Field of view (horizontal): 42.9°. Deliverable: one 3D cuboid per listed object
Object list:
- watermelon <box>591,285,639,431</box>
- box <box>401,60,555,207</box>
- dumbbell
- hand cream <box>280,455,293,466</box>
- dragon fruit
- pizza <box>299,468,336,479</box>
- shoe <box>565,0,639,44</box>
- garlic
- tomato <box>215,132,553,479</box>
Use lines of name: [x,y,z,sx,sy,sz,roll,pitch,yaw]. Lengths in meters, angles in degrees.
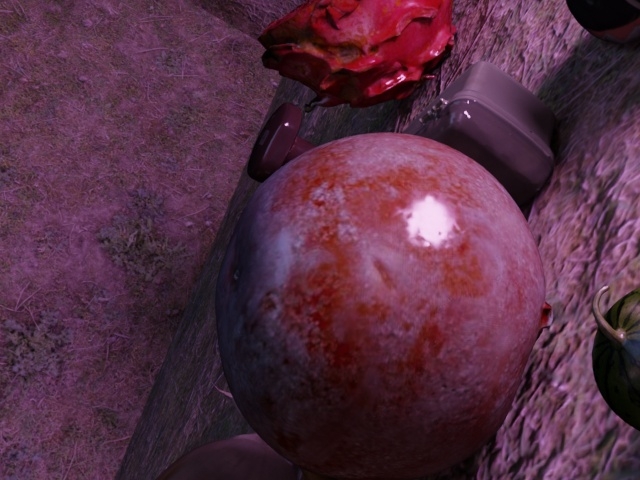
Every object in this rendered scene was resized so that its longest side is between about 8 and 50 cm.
watermelon: [0.212,0.072,0.491,0.109,0.109,0.109,-56,15,24]
box: [0.154,-0.087,0.918,0.210,0.148,0.129,-43,16,48]
dumbbell: [0.001,-0.119,1.341,0.140,0.225,0.124,-63,17,2]
hand cream: [-0.049,0.281,1.151,0.079,0.048,0.255,151,142,-74]
dragon fruit: [0.092,-0.369,1.415,0.370,0.249,0.386,-26,16,21]
pizza: [0.000,0.244,0.901,0.052,0.185,0.195,-29,-14,2]
shoe: [0.299,-0.274,0.758,0.114,0.137,0.291,-64,13,-8]
garlic: [-0.156,0.388,1.021,0.340,0.245,0.231,-43,-30,-39]
tomato: [0.052,0.058,0.750,0.317,0.282,0.317,-51,30,45]
